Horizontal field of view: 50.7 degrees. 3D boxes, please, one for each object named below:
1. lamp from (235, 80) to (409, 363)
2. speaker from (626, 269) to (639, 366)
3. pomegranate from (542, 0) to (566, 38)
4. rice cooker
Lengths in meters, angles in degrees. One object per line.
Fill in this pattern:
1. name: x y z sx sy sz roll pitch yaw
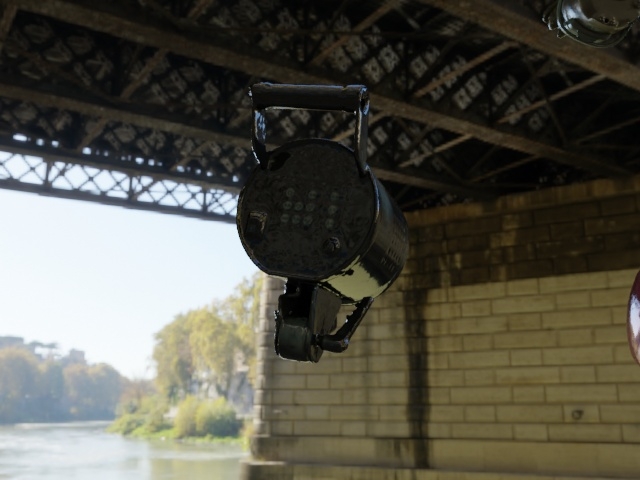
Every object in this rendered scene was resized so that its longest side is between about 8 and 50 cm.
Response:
1. lamp: 0.015 -0.028 0.996 0.205 0.374 0.272 6 7 20
2. speaker: 0.528 0.110 0.798 0.294 0.294 0.294 0 -14 0
3. pomegranate: 0.604 -0.605 1.467 0.242 0.242 0.306 7 -18 -24
4. rice cooker: 0.504 -0.446 1.174 0.145 0.206 0.127 21 4 -4
